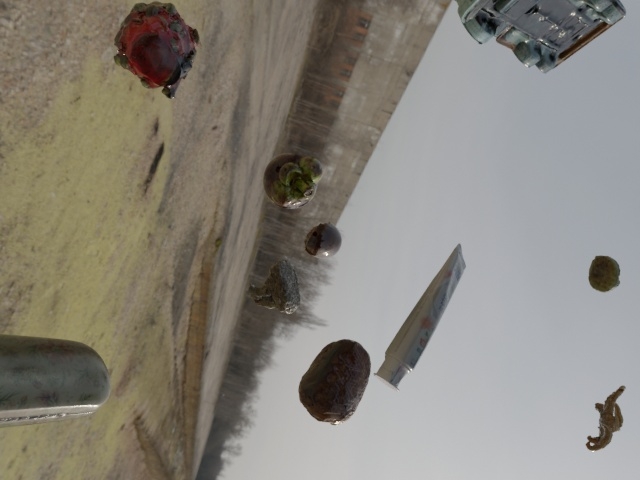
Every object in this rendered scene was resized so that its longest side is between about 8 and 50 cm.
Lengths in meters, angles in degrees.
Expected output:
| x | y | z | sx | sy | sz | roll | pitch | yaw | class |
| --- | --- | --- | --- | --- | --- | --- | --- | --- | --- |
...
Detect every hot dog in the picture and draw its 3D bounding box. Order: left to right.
| x | y | z | sx | sy | sz | roll | pitch | yaw | class |
| --- | --- | --- | --- | --- | --- | --- | --- | --- | --- |
| 0.039 | 0.353 | 1.072 | 0.227 | 0.160 | 0.099 | -46 | 157 | -36 | hot dog |

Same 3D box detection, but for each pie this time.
| x | y | z | sx | sy | sz | roll | pitch | yaw | class |
| --- | --- | --- | --- | --- | --- | --- | --- | --- | --- |
| 0.626 | 0.074 | 0.936 | 0.084 | 0.019 | 0.085 | -179 | -90 | -78 | pie |

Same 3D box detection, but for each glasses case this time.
| x | y | z | sx | sy | sz | roll | pitch | yaw | class |
| --- | --- | --- | --- | --- | --- | --- | --- | --- | --- |
| -0.540 | 0.232 | 0.705 | 0.098 | 0.156 | 0.425 | -43 | 153 | 5 | glasses case |

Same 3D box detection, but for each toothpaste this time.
| x | y | z | sx | sy | sz | roll | pitch | yaw | class |
| --- | --- | --- | --- | --- | --- | --- | --- | --- | --- |
| 0.219 | 0.155 | 0.875 | 0.323 | 0.066 | 0.100 | -54 | 139 | -17 | toothpaste |

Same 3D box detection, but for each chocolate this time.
| x | y | z | sx | sy | sz | roll | pitch | yaw | class |
| --- | --- | --- | --- | --- | --- | --- | --- | --- | --- |
| 0.000 | 0.000 | 1.336 | 0.133 | 0.127 | 0.124 | -38 | 140 | -61 | chocolate |

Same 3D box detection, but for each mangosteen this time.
| x | y | z | sx | sy | sz | roll | pitch | yaw | class |
| --- | --- | --- | --- | --- | --- | --- | --- | --- | --- |
| -0.078 | -0.156 | 1.093 | 0.181 | 0.145 | 0.156 | -95 | -150 | -82 | mangosteen |

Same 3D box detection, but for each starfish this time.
| x | y | z | sx | sy | sz | roll | pitch | yaw | class |
| --- | --- | --- | --- | --- | --- | --- | --- | --- | --- |
| 0.794 | 0.491 | 1.160 | 0.150 | 0.053 | 0.210 | -28 | 133 | -76 | starfish |

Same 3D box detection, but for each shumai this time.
| x | y | z | sx | sy | sz | roll | pitch | yaw | class |
| --- | --- | --- | --- | --- | --- | --- | --- | --- | --- |
| -0.177 | 0.182 | 1.610 | 0.166 | 0.175 | 0.206 | 13 | 68 | -71 | shumai |

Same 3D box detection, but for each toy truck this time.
| x | y | z | sx | sy | sz | roll | pitch | yaw | class |
| --- | --- | --- | --- | --- | --- | --- | --- | --- | --- |
| 0.312 | -0.375 | 0.626 | 0.136 | 0.305 | 0.162 | -37 | -115 | 45 | toy truck |

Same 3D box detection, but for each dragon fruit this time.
| x | y | z | sx | sy | sz | roll | pitch | yaw | class |
| --- | --- | --- | --- | --- | --- | --- | --- | --- | --- |
| -0.316 | -0.375 | 0.830 | 0.172 | 0.160 | 0.167 | -99 | -169 | -54 | dragon fruit |
